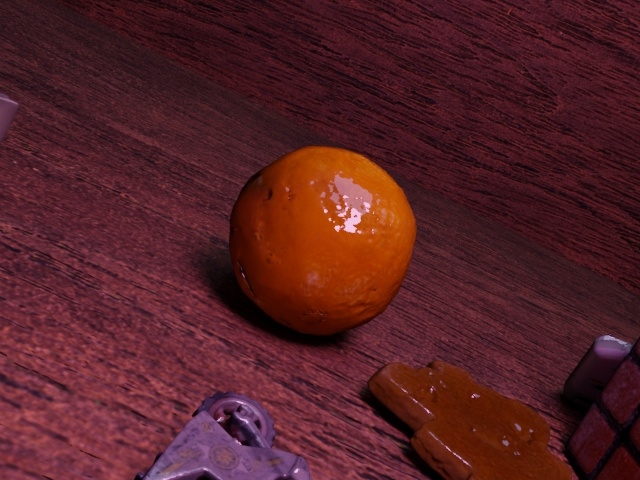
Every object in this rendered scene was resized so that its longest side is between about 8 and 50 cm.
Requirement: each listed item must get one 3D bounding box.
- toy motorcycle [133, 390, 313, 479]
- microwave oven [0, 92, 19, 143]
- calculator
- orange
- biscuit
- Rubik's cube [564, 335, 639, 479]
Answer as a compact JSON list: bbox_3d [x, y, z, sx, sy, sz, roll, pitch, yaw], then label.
[{"bbox_3d":[-0.079,0.190,0.416,0.122,0.080,0.215,32,29,12],"label":"toy motorcycle"},{"bbox_3d":[-0.450,-0.135,0.589,0.240,0.194,0.145,30,2,10],"label":"microwave oven"},{"bbox_3d":[0.464,0.221,0.943,0.141,0.045,0.246,22,-29,17],"label":"calculator"},{"bbox_3d":[0.000,0.000,0.798,0.246,0.246,0.246,24,17,-8],"label":"orange"},{"bbox_3d":[0.188,0.243,0.698,0.278,0.043,0.301,23,19,-19],"label":"biscuit"},{"bbox_3d":[0.551,0.259,0.675,0.337,0.344,0.344,23,19,-8],"label":"Rubik's cube"}]
